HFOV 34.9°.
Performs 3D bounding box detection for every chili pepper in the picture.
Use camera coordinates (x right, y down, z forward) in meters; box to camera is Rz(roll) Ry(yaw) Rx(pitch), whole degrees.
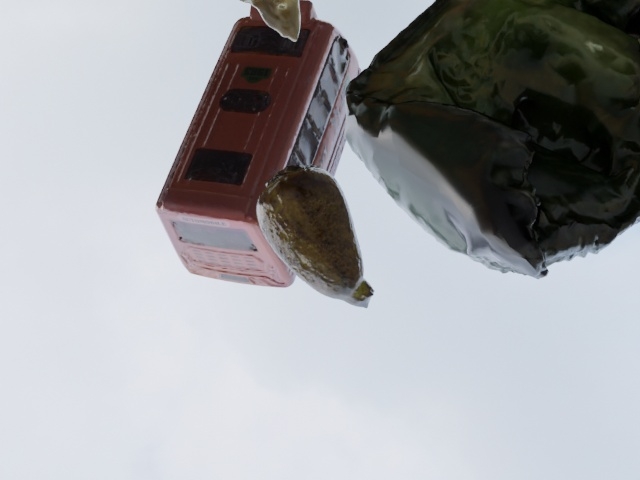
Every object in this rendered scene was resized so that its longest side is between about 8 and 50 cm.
[{"bbox_3d":[0.137,-0.088,0.483,0.264,0.116,0.148,-45,-125,-13],"label":"chili pepper"}]

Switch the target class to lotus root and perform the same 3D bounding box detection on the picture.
[{"bbox_3d":[0.000,0.000,1.187,0.191,0.108,0.094,59,-156,5],"label":"lotus root"}]

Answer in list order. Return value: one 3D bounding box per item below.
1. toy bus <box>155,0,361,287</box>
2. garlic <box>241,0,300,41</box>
[{"bbox_3d":[-0.087,-0.156,1.570,0.203,0.233,0.427,7,-119,20],"label":"toy bus"},{"bbox_3d":[-0.038,-0.332,0.776,0.249,0.313,0.286,7,-125,-22],"label":"garlic"}]
